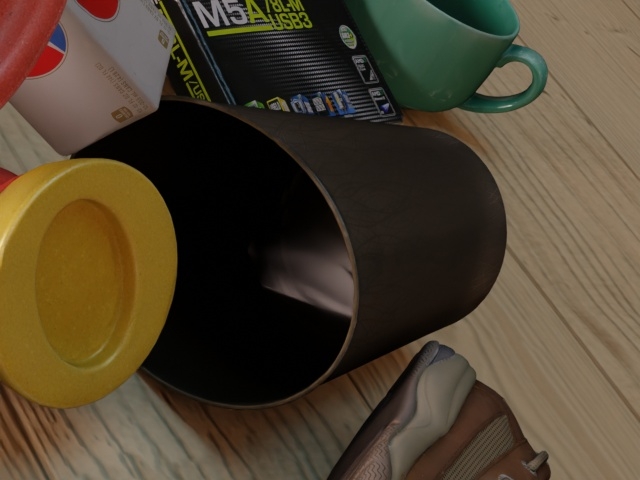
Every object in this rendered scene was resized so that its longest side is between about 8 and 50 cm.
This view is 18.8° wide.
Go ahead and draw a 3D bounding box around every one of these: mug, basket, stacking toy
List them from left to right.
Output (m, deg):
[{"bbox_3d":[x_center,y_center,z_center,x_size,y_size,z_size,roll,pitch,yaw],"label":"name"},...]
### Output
[{"bbox_3d":[-0.221,-0.037,0.854,0.130,0.309,0.279,15,37,39],"label":"stacking toy"},{"bbox_3d":[0.000,0.000,1.106,0.204,0.154,0.227,31,20,29],"label":"basket"},{"bbox_3d":[0.081,-0.151,1.474,0.129,0.097,0.158,0,44,-48],"label":"mug"}]

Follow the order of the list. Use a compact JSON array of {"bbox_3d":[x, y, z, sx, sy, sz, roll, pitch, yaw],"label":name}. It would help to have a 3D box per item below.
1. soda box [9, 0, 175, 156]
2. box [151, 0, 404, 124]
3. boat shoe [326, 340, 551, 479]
[{"bbox_3d":[-0.167,-0.146,0.982,0.216,0.069,0.074,48,30,-31],"label":"soda box"},{"bbox_3d":[-0.044,-0.145,1.332,0.191,0.045,0.184,-12,75,-54],"label":"box"},{"bbox_3d":[0.051,0.158,0.948,0.116,0.123,0.324,37,30,1],"label":"boat shoe"}]
